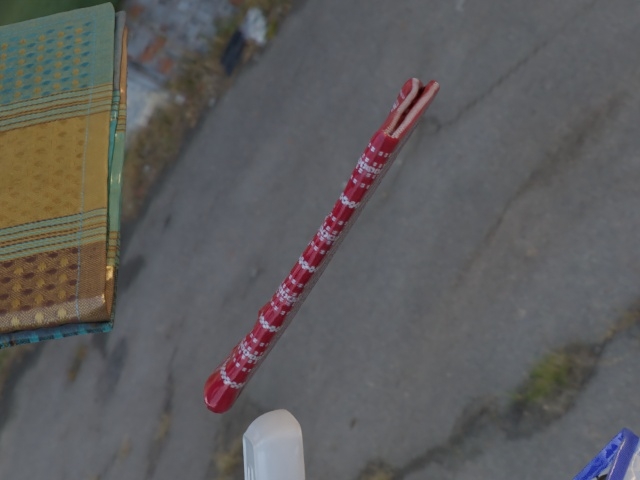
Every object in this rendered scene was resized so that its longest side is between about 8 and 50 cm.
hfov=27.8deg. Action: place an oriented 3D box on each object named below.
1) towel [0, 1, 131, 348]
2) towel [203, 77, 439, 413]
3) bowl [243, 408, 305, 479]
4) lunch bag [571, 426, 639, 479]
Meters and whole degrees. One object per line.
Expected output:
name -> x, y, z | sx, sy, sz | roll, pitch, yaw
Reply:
towel -> -0.271, -0.043, 0.926 | 0.370, 0.271, 0.040 | -99, -2, -50
towel -> 0.000, 0.000, 1.037 | 0.275, 0.031, 0.199 | -58, -1, 24
bowl -> -0.053, 0.263, 1.435 | 0.142, 0.053, 0.142 | -172, 79, -79
lunch bag -> 0.290, 0.416, 1.092 | 0.239, 0.327, 0.385 | -60, -3, 38
